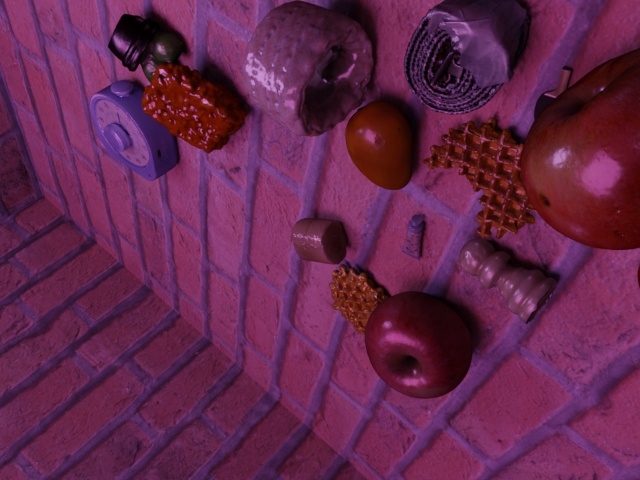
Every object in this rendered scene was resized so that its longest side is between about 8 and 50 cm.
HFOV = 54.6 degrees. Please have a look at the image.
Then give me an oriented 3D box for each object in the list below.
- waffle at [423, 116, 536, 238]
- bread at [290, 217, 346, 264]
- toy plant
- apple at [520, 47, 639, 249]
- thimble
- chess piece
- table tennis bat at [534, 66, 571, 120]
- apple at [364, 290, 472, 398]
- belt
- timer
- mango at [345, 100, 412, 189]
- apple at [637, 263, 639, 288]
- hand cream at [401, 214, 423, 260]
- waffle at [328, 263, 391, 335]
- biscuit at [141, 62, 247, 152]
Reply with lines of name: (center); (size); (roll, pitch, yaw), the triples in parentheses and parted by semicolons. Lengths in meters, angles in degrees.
waffle: (0.396, -0.150, 1.437); (0.293, 0.069, 0.260); (53, 146, -3)
bread: (0.000, 0.000, 2.007); (0.141, 0.134, 0.148); (9, 143, 40)
toy plant: (-0.554, -0.608, 1.996); (0.235, 0.175, 0.218); (29, 147, -19)
apple: (0.516, -0.146, 1.045); (0.277, 0.348, 0.348); (48, 149, -11)
thimble: (-0.024, -0.405, 1.468); (0.195, 0.291, 0.291); (35, 146, 28)
chess piece: (0.459, 0.088, 1.568); (0.243, 0.133, 0.133); (38, 147, 24)
table tennis bat: (0.478, -0.277, 1.247); (0.087, 0.013, 0.156); (30, 145, 28)
apple: (0.301, 0.303, 1.874); (0.345, 0.269, 0.344); (13, 125, 19)
belt: (0.289, -0.376, 1.239); (0.207, 0.150, 0.257); (37, 149, 2)
timer: (-0.736, -0.436, 2.383); (0.395, 0.173, 0.395); (32, 145, 26)
mango: (0.148, -0.237, 1.569); (0.176, 0.139, 0.254); (31, 151, 31)
apple: (0.714, 0.067, 1.190); (0.181, 0.168, 0.181); (36, 149, 25)
hand cream: (0.265, -0.007, 1.766); (0.065, 0.043, 0.170); (29, 146, 22)
waffle: (0.152, 0.223, 2.138); (0.307, 0.060, 0.311); (31, 146, 23)
biscuit: (-0.411, -0.427, 1.996); (0.318, 0.110, 0.312); (36, 152, -16)
